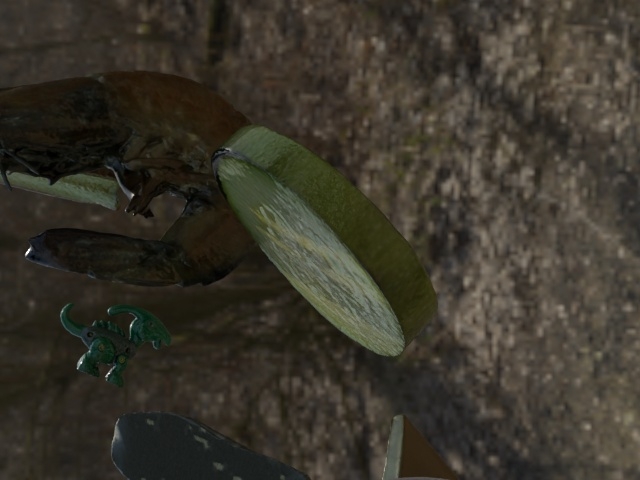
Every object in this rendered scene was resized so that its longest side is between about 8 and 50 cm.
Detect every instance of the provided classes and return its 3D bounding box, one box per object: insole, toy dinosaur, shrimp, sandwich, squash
[{"bbox_3d":[-0.096,0.200,1.141,0.248,0.011,0.081,13,98,39],"label":"insole"},{"bbox_3d":[-0.247,0.116,1.557,0.096,0.132,0.059,-64,10,-6],"label":"toy dinosaur"},{"bbox_3d":[-0.247,-0.057,1.320,0.085,0.445,0.272,-58,43,48],"label":"shrimp"},{"bbox_3d":[-0.354,-0.117,1.660,0.090,0.244,0.088,103,-178,-59],"label":"sandwich"},{"bbox_3d":[0.000,0.000,1.196,0.252,0.049,0.252,43,165,14],"label":"squash"}]

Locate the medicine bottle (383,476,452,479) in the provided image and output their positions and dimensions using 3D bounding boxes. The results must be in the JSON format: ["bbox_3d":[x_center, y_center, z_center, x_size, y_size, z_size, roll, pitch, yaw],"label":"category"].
[{"bbox_3d":[0.103,0.449,1.302,0.219,0.219,0.388,-130,28,-73],"label":"medicine bottle"}]

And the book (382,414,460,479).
[{"bbox_3d":[0.185,0.458,1.869,0.389,0.032,0.269,52,-145,-36],"label":"book"}]
